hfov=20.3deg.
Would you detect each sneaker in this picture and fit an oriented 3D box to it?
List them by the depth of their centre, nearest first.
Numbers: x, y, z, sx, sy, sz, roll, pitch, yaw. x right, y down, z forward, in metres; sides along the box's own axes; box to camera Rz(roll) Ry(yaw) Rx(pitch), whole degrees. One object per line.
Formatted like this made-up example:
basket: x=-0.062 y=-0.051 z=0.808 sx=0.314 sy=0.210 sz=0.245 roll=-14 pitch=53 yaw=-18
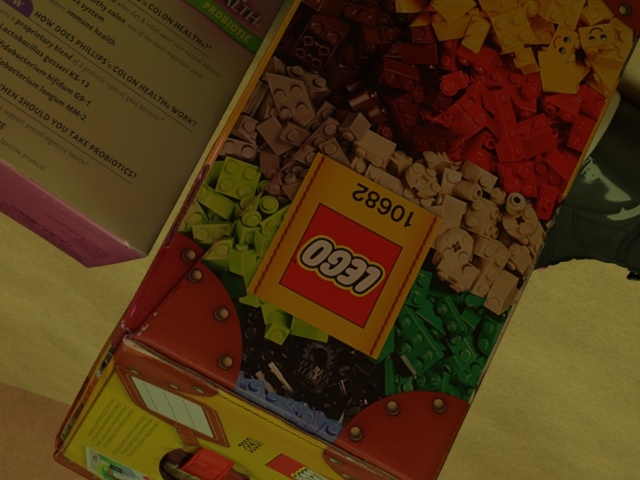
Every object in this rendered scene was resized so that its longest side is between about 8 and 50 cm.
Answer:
sneaker: x=0.211 y=-0.004 z=1.345 sx=0.147 sy=0.104 sz=0.296 roll=33 pitch=157 yaw=0

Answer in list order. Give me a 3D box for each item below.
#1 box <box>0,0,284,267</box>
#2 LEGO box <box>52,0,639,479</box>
box: x=-0.178 y=-0.139 z=1.301 sx=0.213 sy=0.243 sz=0.117 roll=34 pitch=161 yaw=-22
LEGO box: x=0.000 y=0.000 z=1.229 sx=0.193 sy=0.372 sz=0.500 roll=28 pitch=162 yaw=-5
